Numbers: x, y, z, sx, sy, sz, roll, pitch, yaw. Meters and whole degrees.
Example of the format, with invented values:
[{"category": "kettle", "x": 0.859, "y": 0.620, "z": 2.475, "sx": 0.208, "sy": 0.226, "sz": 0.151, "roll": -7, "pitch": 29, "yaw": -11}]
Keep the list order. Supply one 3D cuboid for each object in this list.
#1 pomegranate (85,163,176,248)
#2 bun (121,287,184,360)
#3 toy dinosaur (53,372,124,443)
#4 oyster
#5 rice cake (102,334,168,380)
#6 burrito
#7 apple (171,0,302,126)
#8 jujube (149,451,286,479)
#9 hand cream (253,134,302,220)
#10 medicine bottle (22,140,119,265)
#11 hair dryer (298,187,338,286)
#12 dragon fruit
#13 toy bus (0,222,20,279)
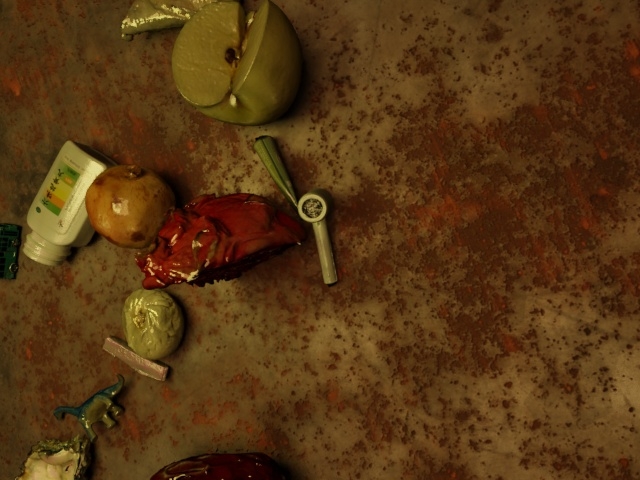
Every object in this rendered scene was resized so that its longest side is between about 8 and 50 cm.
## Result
[{"category": "pomegranate", "x": -0.473, "y": -0.090, "z": 1.285, "sx": 0.215, "sy": 0.215, "sz": 0.215, "roll": -1, "pitch": 88, "yaw": 16}, {"category": "bun", "x": -0.436, "y": 0.214, "z": 1.318, "sx": 0.164, "sy": 0.111, "sz": 0.188, "roll": 3, "pitch": 92, "yaw": 19}, {"category": "toy dinosaur", "x": -0.621, "y": 0.425, "z": 1.388, "sx": 0.188, "sy": 0.075, "sz": 0.247, "roll": 30, "pitch": 102, "yaw": 22}, {"category": "oyster", "x": -0.723, "y": 0.629, "z": 1.400, "sx": 0.198, "sy": 0.092, "sz": 0.259, "roll": 42, "pitch": 108, "yaw": 13}, {"category": "rice cake", "x": -0.488, "y": 0.313, "z": 1.368, "sx": 0.207, "sy": 0.036, "sz": 0.047, "roll": 25, "pitch": 105, "yaw": 15}, {"category": "burrito", "x": -0.355, "y": -0.627, "z": 1.334, "sx": 0.348, "sy": 0.107, "sz": 0.175, "roll": -7, "pitch": 70, "yaw": 13}, {"category": "apple", "x": -0.173, "y": -0.405, "z": 1.205, "sx": 0.295, "sy": 0.233, "sz": 0.257, "roll": 0, "pitch": 68, "yaw": 26}, {"category": "jujube", "x": -0.252, "y": 0.625, "z": 1.188, "sx": 0.377, "sy": 0.258, "sz": 0.258, "roll": -18, "pitch": 83, "yaw": 2}, {"category": "hand cream", "x": -0.098, "y": -0.160, "z": 1.259, "sx": 0.055, "sy": 0.086, "sz": 0.235, "roll": -27, "pitch": 76, "yaw": -3}, {"category": "medicine bottle", "x": -0.680, "y": -0.092, "z": 1.395, "sx": 0.179, "sy": 0.124, "sz": 0.324, "roll": 33, "pitch": 98, "yaw": 15}, {"category": "hair dryer", "x": 0.000, "y": 0.000, "z": 1.206, "sx": 0.073, "sy": 0.131, "sz": 0.236, "roll": -7, "pitch": 100, "yaw": 7}, {"category": "dragon fruit", "x": -0.238, "y": -0.031, "z": 1.134, "sx": 0.286, "sy": 0.329, "sz": 0.228, "roll": -24, "pitch": 82, "yaw": 33}, {"category": "toy bus", "x": -0.926, "y": 0.029, "z": 1.474, "sx": 0.079, "sy": 0.092, "sz": 0.160, "roll": 7, "pitch": 90, "yaw": 15}]
